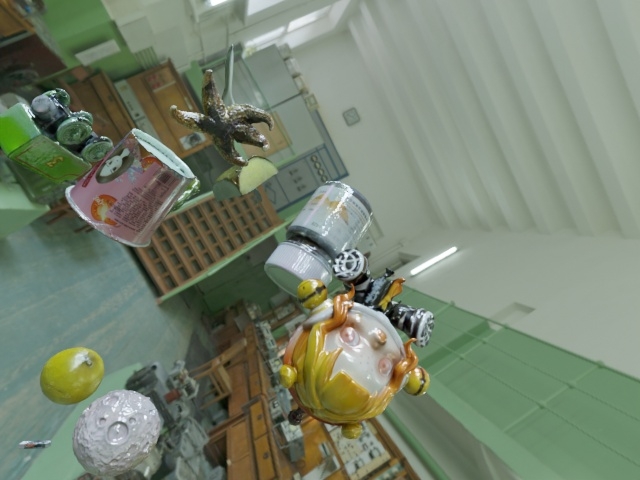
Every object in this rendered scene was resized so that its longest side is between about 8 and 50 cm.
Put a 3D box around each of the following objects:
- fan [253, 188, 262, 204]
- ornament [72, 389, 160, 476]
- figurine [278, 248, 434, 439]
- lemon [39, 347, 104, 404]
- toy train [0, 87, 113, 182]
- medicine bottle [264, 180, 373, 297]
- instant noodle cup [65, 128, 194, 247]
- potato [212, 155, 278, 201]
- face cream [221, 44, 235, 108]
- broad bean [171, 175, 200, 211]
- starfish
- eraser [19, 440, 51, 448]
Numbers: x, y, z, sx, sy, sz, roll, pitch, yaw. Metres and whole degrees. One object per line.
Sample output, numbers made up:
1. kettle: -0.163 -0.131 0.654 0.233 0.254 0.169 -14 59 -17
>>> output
1. fan: -0.285 -0.197 1.856 0.085 0.005 0.133 52 -21 18
2. ornament: -0.649 0.614 1.322 0.259 0.260 0.225 60 -30 8
3. figurine: 0.059 0.209 0.789 0.320 0.323 0.196 42 -33 -5
4. lemon: -1.083 0.585 1.814 0.241 0.219 0.240 38 23 -20
5. toy train: -0.830 -0.318 1.300 0.173 0.249 0.307 51 -6 10
6. medicine bottle: 0.000 0.000 1.000 0.165 0.273 0.165 27 -27 15
7. instant noodle cup: -0.481 -0.142 1.073 0.243 0.231 0.243 42 6 -5
8. potato: -0.342 -0.234 1.628 0.111 0.256 0.269 64 34 -14
9. face cream: -0.246 -0.390 1.095 0.114 0.070 0.223 -157 -114 -68
10. broad bean: -0.474 -0.137 1.367 0.053 0.256 0.052 42 -44 -9
11. starfish: -0.228 -0.281 0.963 0.071 0.239 0.215 -132 -135 -57
12. eraser: -1.053 0.755 1.517 0.019 0.100 0.027 -127 -132 -66
